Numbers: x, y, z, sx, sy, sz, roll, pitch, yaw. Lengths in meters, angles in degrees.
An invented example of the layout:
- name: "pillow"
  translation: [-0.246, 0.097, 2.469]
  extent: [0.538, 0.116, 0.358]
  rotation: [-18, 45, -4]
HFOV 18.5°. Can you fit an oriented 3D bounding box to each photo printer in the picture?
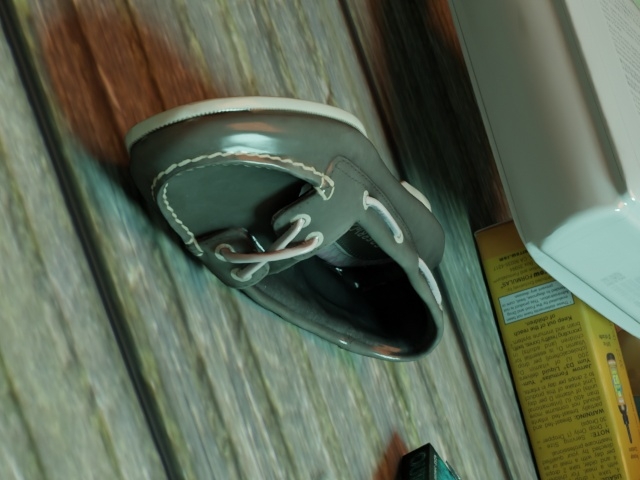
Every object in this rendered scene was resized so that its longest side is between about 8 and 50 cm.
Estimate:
- name: "photo printer"
  translation: [0.207, -0.095, 1.507]
  extent: [0.256, 0.107, 0.307]
  rotation: [32, 38, -51]

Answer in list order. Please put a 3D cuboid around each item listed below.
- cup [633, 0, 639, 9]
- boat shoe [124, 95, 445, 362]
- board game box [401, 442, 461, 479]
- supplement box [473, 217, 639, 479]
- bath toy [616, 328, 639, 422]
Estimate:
- name: "cup"
  translation: [0.275, -0.272, 1.763]
  extent: [0.331, 0.331, 0.237]
  rotation: [1, 98, -66]
- name: "boat shoe"
  translation: [0.000, 0.000, 1.134]
  extent: [0.335, 0.112, 0.095]
  rotation: [27, 45, -64]
- name: "board game box"
  translation: [0.091, 0.224, 1.225]
  extent: [0.126, 0.026, 0.186]
  rotation: [55, 17, -20]
- name: "supplement box"
  translation: [0.194, 0.094, 1.549]
  extent: [0.078, 0.080, 0.233]
  rotation: [5, 67, -64]
- name: "bath toy"
  translation: [0.350, 0.156, 1.799]
  extent: [0.151, 0.129, 0.348]
  rotation: [35, 2, 26]
